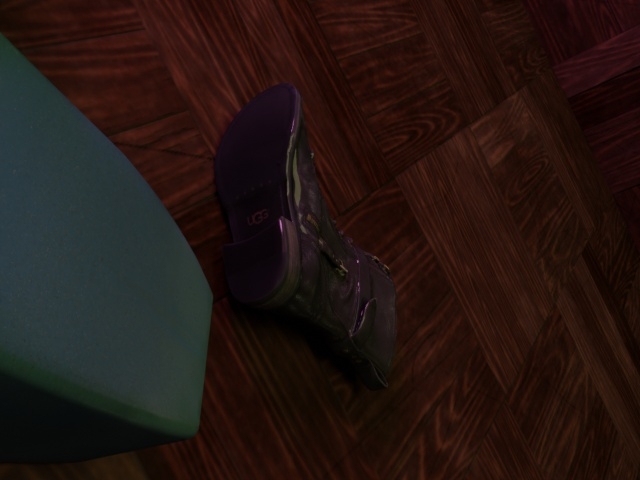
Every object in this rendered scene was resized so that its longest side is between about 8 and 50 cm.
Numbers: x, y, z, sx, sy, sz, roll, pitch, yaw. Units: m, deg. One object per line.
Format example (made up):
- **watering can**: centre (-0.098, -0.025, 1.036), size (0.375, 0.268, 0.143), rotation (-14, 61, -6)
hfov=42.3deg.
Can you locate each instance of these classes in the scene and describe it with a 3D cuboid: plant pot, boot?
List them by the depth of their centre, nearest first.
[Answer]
- **plant pot**: centre (-0.174, 0.035, 0.466), size (0.234, 0.166, 0.165), rotation (44, 38, -44)
- **boot**: centre (0.000, 0.000, 0.823), size (0.229, 0.091, 0.262), rotation (34, 48, -48)
